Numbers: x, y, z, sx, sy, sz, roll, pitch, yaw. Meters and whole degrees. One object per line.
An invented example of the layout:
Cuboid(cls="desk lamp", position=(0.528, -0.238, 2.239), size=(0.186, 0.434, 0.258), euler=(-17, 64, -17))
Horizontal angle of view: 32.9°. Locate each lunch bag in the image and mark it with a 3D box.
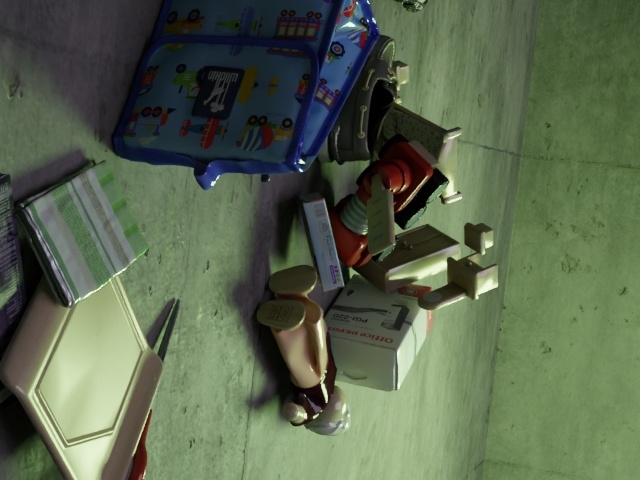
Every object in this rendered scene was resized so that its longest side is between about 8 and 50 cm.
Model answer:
Cuboid(cls="lunch bag", position=(-0.086, -0.177, 1.207), size=(0.138, 0.221, 0.293), euler=(67, 36, -54))

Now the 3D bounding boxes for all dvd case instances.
Cuboid(cls="dvd case", position=(-0.318, 0.068, 0.966), size=(0.164, 0.018, 0.221), euler=(-46, 139, -60))

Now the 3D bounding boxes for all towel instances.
Cuboid(cls="towel", position=(-0.239, -0.009, 1.094), size=(0.113, 0.023, 0.152), euler=(67, 27, -12))

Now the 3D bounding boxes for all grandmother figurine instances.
Cuboid(cls="grandmother figurine", position=(-0.015, 0.204, 1.723), size=(0.208, 0.104, 0.342), euler=(-62, 150, -33))

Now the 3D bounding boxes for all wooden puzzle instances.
Cuboid(cls="wooden puzzle", position=(-0.246, 0.133, 1.126), size=(0.221, 0.044, 0.238), euler=(-76, 156, -44))

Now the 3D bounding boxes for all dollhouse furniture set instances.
Cuboid(cls="dollhouse furniture set", position=(0.154, -0.097, 1.897), size=(0.174, 0.303, 0.355), euler=(-20, 122, -25))

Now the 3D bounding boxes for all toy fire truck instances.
Cuboid(cls="toy fire truck", position=(0.081, -0.037, 1.719), size=(0.217, 0.158, 0.246), euler=(-50, 165, 28))

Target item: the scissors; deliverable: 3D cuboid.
Cuboid(cls="scissors", position=(-0.214, 0.203, 1.284), size=(0.109, 0.021, 0.297), euler=(-54, -159, 39))

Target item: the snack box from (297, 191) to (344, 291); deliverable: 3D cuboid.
Cuboid(cls="snack box", position=(0.000, 0.000, 1.669), size=(0.100, 0.037, 0.141), euler=(-121, -162, -81))

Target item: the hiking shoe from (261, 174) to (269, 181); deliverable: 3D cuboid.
Cuboid(cls="hiking shoe", position=(-0.068, -0.242, 1.450), size=(0.132, 0.113, 0.304), euler=(131, -32, -70))

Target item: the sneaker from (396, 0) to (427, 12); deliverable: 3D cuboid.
Cuboid(cls="sneaker", position=(0.178, -0.464, 2.045), size=(0.178, 0.072, 0.077), euler=(-37, 142, -55))

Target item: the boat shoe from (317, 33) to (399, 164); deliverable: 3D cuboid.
Cuboid(cls="boat shoe", position=(0.082, -0.241, 1.827), size=(0.109, 0.091, 0.305), euler=(76, 29, -45))

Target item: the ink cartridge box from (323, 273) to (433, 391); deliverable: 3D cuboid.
Cuboid(cls="ink cartridge box", position=(0.094, 0.159, 1.912), size=(0.218, 0.159, 0.092), euler=(-54, 148, -53))
